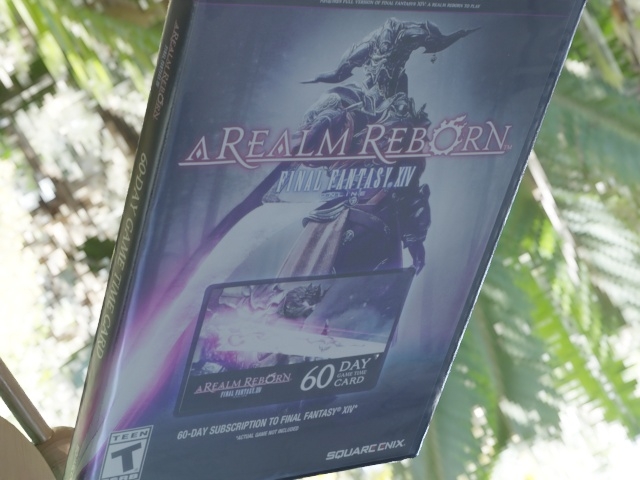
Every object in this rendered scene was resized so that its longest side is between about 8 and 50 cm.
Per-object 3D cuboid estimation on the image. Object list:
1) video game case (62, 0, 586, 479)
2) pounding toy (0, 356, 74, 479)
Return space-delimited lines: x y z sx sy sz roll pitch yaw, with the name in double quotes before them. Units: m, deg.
"video game case" 0.000 0.000 0.636 0.196 0.274 0.026 -4 -144 -34
"pounding toy" -0.255 0.187 0.936 0.110 0.183 0.237 -25 -151 28
